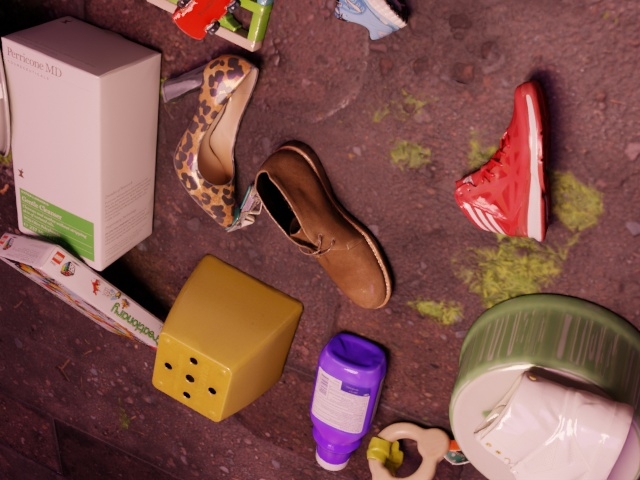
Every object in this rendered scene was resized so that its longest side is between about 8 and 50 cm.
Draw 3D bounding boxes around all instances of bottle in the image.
[{"bbox_3d":[0.042,0.301,1.246,0.118,0.092,0.283,20,126,17],"label":"bottle"}]

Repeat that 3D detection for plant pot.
[{"bbox_3d":[-0.184,0.190,1.239,0.212,0.187,0.212,27,127,12],"label":"plant pot"}]

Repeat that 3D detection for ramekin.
[{"bbox_3d":[0.339,0.245,1.018,0.303,0.148,0.303,13,124,21],"label":"ramekin"}]

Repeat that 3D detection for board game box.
[{"bbox_3d":[-0.440,0.098,1.293,0.193,0.053,0.305,10,152,42],"label":"board game box"}]

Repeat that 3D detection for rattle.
[{"bbox_3d":[0.194,0.401,1.244,0.200,0.130,0.143,-18,123,7],"label":"rattle"}]

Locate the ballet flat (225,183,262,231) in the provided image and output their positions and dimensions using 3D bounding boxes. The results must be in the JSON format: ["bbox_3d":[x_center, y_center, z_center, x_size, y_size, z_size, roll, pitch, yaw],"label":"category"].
[{"bbox_3d":[-0.124,-0.047,1.161,0.041,0.041,0.114,39,130,2],"label":"ballet flat"}]

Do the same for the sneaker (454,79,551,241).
[{"bbox_3d":[0.234,-0.098,0.909,0.128,0.087,0.221,3,118,25],"label":"sneaker"}]

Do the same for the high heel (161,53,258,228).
[{"bbox_3d":[-0.141,-0.148,1.067,0.186,0.093,0.261,-8,105,38],"label":"high heel"}]

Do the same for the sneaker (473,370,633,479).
[{"bbox_3d":[0.283,0.306,0.930,0.169,0.108,0.292,21,116,18],"label":"sneaker"}]

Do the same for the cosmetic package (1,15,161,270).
[{"bbox_3d":[-0.395,-0.160,1.162,0.197,0.155,0.365,23,128,16],"label":"cosmetic package"}]

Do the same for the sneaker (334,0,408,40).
[{"bbox_3d":[0.035,-0.310,0.872,0.162,0.063,0.073,37,132,-25],"label":"sneaker"}]

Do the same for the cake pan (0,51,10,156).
[{"bbox_3d":[-0.576,-0.282,1.149,0.293,0.054,0.293,29,125,53],"label":"cake pan"}]

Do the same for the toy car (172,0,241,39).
[{"bbox_3d":[-0.065,-0.364,0.886,0.225,0.053,0.239,6,129,-14],"label":"toy car"}]

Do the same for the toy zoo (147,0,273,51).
[{"bbox_3d":[-0.134,-0.431,0.937,0.192,0.030,0.293,27,127,11],"label":"toy zoo"}]

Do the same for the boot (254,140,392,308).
[{"bbox_3d":[0.000,0.000,1.075,0.112,0.115,0.305,-26,105,35],"label":"boot"}]
